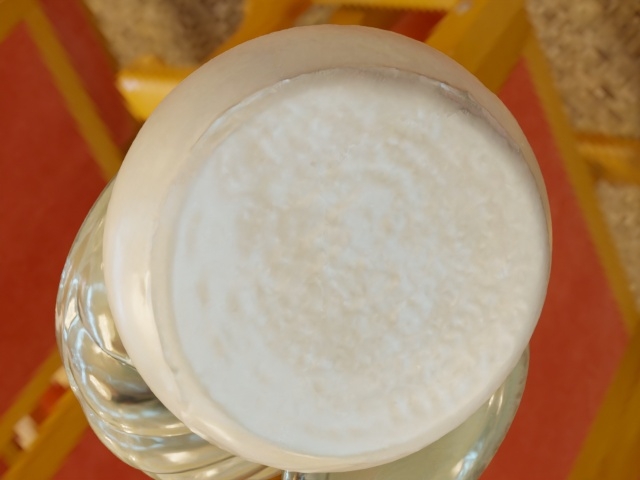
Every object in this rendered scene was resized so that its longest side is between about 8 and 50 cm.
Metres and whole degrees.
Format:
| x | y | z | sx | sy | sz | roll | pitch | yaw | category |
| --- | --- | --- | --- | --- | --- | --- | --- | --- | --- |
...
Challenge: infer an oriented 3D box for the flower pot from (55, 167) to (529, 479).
| x | y | z | sx | sy | sz | roll | pitch | yaw | category |
| --- | --- | --- | --- | --- | --- | --- | --- | --- | --- |
| -0.005 | 0.069 | 1.313 | 0.244 | 0.307 | 0.307 | 40 | 151 | 34 | flower pot |

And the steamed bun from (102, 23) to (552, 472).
| x | y | z | sx | sy | sz | roll | pitch | yaw | category |
| --- | --- | --- | --- | --- | --- | --- | --- | --- | --- |
| 0.000 | 0.000 | 0.983 | 0.232 | 0.232 | 0.145 | 56 | 176 | -17 | steamed bun |
